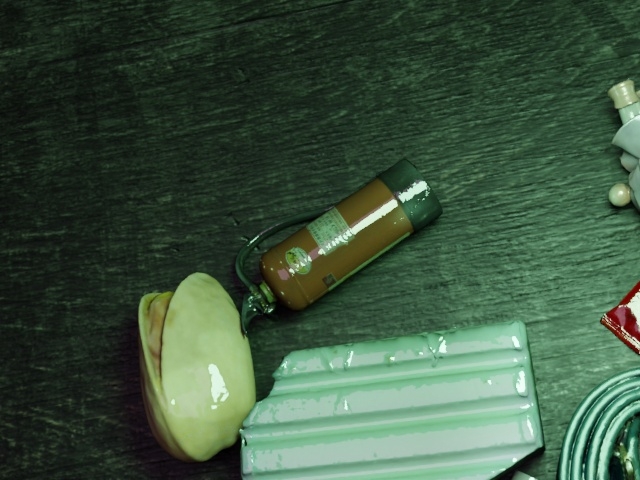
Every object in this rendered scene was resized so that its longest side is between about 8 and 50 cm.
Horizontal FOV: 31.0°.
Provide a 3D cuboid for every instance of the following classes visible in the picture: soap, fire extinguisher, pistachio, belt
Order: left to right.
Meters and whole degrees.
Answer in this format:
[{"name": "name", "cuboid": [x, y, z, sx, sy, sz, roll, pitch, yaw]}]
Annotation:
[{"name": "pistachio", "cuboid": [-0.203, 0.203, 1.816, 0.188, 0.187, 0.299, -17, 68, 7]}, {"name": "fire extinguisher", "cuboid": [0.006, 0.009, 1.883, 0.376, 0.200, 0.113, -35, 109, -5]}, {"name": "soap", "cuboid": [0.108, 0.285, 1.740, 0.447, 0.156, 0.261, -9, 72, 9]}, {"name": "belt", "cuboid": [0.487, 0.399, 1.613, 0.300, 0.173, 0.436, -10, 72, 6]}]

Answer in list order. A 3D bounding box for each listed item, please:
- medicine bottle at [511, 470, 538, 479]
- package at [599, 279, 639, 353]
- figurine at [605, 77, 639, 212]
[{"name": "medicine bottle", "cuboid": [0.297, 0.394, 1.717, 0.057, 0.057, 0.089, 24, 80, 18]}, {"name": "package", "cuboid": [0.529, 0.078, 1.785, 0.083, 0.022, 0.200, 42, 87, 20]}, {"name": "figurine", "cuboid": [0.531, -0.125, 1.783, 0.200, 0.133, 0.275, -24, 65, 12]}]
